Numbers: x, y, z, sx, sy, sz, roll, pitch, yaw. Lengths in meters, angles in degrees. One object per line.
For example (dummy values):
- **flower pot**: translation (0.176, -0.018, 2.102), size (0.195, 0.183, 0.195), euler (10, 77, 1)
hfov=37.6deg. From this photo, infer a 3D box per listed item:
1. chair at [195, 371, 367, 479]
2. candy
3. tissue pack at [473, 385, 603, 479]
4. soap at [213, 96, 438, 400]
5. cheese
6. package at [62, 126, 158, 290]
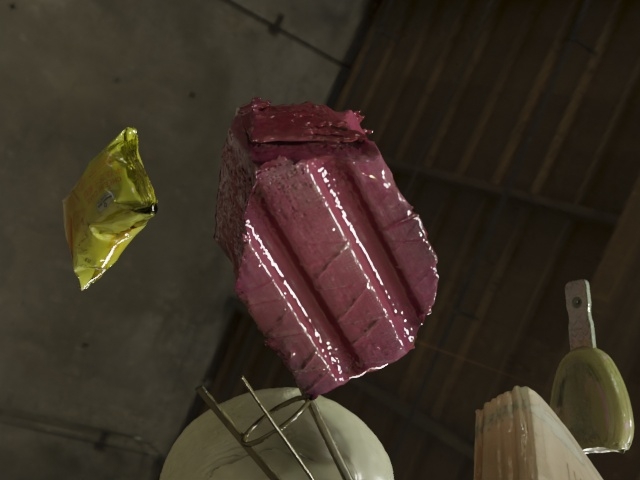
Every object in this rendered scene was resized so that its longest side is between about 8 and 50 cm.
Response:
- **chair**: translation (-0.023, 0.213, 0.933), size (0.104, 0.222, 0.095), euler (-33, -170, -3)
- **candy**: translation (-0.057, 0.308, 1.127), size (0.295, 0.295, 0.185), euler (-64, 179, 5)
- **tissue pack**: translation (0.160, 0.242, 0.591), size (0.071, 0.170, 0.325), euler (-33, -167, 21)
- **soap**: translation (0.000, 0.000, 0.853), size (0.182, 0.289, 0.112), euler (-29, -140, 2)
- **cheese**: translation (0.290, 0.137, 1.032), size (0.097, 0.037, 0.192), euler (-19, -115, 45)
- **package**: translation (-0.311, -0.043, 1.366), size (0.226, 0.090, 0.168), euler (-47, -131, 35)
